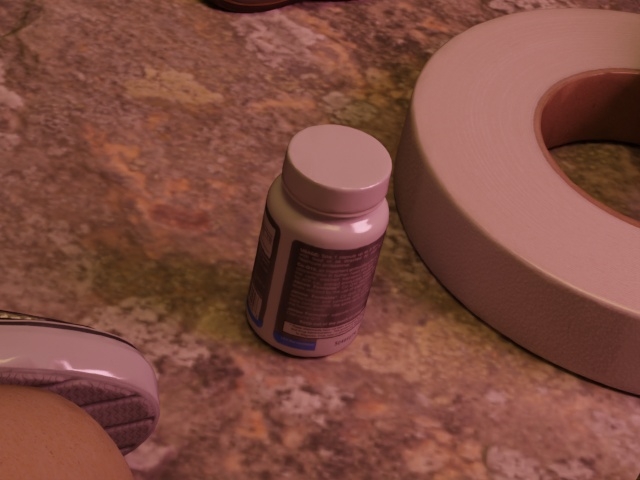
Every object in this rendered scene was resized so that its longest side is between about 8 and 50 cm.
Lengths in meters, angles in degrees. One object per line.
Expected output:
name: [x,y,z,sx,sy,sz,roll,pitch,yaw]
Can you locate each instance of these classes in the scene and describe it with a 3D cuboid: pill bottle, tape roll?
pill bottle: [0.000,0.000,1.008,0.078,0.137,0.078,8,40,-7]
tape roll: [0.248,-0.038,1.176,0.392,0.072,0.392,8,39,-6]

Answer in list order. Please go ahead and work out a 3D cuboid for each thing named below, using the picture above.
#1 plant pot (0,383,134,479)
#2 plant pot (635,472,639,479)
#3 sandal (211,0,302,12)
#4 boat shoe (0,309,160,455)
plant pot: [-0.207,0.164,0.702,0.256,0.256,0.274,30,27,19]
plant pot: [0.339,0.175,0.748,0.275,0.275,0.293,-15,52,-30]
sandal: [-0.006,-0.248,1.362,0.219,0.060,0.090,-13,46,-28]
boat shoe: [-0.257,0.064,0.873,0.335,0.121,0.119,0,45,-12]
